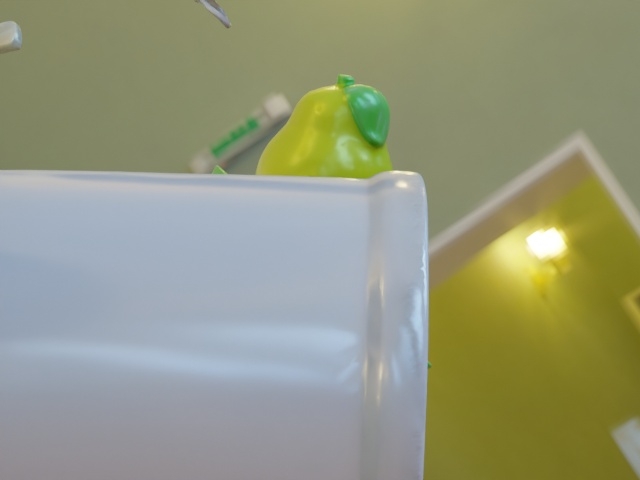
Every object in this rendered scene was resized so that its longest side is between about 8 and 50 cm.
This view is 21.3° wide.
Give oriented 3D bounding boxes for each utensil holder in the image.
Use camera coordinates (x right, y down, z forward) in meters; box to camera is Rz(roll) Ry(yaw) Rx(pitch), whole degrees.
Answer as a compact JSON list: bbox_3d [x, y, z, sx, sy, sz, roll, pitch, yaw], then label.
[{"bbox_3d":[-0.124,0.103,1.224,0.385,0.327,0.327,3,-14,0],"label":"utensil holder"}]

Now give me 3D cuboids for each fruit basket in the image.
[{"bbox_3d":[0.000,0.000,2.090,0.392,0.283,0.392,-34,31,24],"label":"fruit basket"}]

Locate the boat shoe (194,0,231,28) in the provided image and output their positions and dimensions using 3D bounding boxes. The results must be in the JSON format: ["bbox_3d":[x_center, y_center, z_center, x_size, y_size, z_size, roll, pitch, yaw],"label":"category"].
[{"bbox_3d":[-0.103,-0.277,1.579,0.367,0.156,0.136,-4,-14,25],"label":"boat shoe"}]

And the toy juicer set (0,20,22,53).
[{"bbox_3d":[-0.384,-0.280,1.565,0.089,0.329,0.209,1,-23,-43],"label":"toy juicer set"}]
